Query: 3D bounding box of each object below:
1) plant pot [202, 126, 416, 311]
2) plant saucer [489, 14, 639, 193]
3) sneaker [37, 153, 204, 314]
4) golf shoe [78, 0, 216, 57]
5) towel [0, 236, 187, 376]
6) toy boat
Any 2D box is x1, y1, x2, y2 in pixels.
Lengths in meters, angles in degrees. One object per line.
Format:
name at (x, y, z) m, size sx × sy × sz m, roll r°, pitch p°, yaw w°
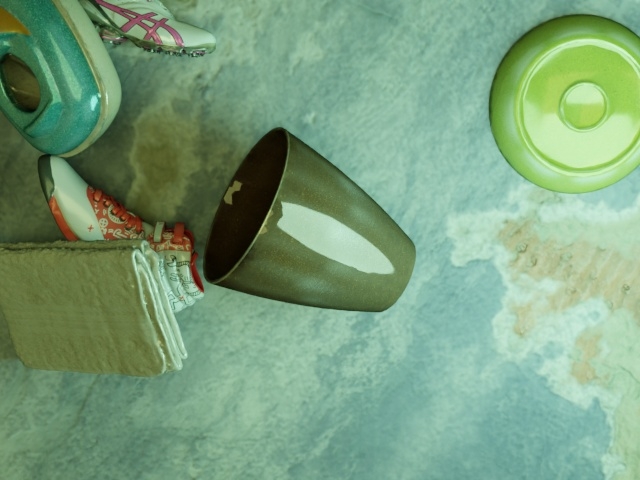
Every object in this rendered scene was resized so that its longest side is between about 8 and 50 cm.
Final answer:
plant pot at (0.000, 0.000, 1.303) m, size 0.230 × 0.215 × 0.215 m, roll 25°, pitch 99°, yaw -21°
plant saucer at (0.348, -0.179, 1.346) m, size 0.241 × 0.037 × 0.241 m, roll 0°, pitch 100°, yaw -1°
sneaker at (-0.255, -0.015, 1.337) m, size 0.145 × 0.090 × 0.270 m, roll -24°, pitch 104°, yaw 2°
golf shoe at (-0.223, -0.285, 1.297) m, size 0.186 × 0.067 × 0.086 m, roll 12°, pitch 99°, yaw -3°
towel at (-0.307, 0.085, 1.303) m, size 0.282 × 0.049 × 0.187 m, roll 0°, pitch 116°, yaw 28°
toy boat at (-0.329, -0.258, 1.200) m, size 0.267 × 0.148 × 0.318 m, roll 54°, pitch 131°, yaw 3°
